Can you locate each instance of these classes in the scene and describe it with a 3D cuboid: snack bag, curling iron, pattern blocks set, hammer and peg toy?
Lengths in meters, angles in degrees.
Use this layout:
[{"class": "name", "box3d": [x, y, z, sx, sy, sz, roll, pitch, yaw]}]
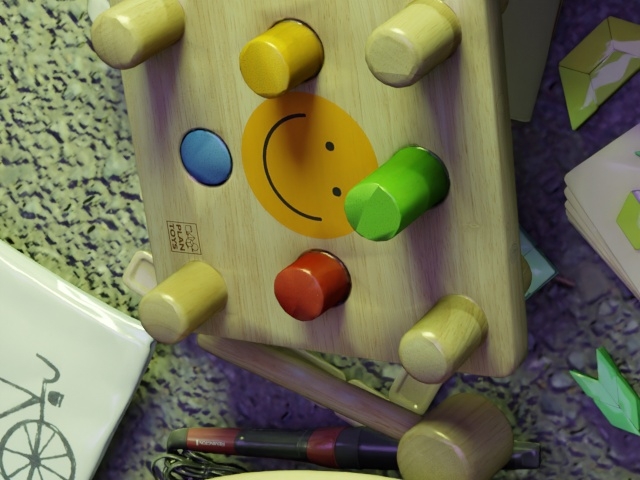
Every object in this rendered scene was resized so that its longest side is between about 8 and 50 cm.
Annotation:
[{"class": "snack bag", "box3d": [-0.308, 0.134, 1.330, 0.323, 0.037, 0.342, 31, 102, 13]}, {"class": "curling iron", "box3d": [0.016, 0.150, 1.254, 0.274, 0.035, 0.068, -7, 128, 16]}, {"class": "pattern blocks set", "box3d": [0.264, -0.027, 1.165, 0.285, 0.026, 0.325, 42, 102, 13]}, {"class": "hammer and peg toy", "box3d": [-0.004, 0.002, 1.117, 0.266, 0.127, 0.361, 7, 117, 28]}]

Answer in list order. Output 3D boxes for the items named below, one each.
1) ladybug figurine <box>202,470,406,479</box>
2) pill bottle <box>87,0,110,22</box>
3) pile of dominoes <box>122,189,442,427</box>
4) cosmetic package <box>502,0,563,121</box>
[{"class": "ladybug figurine", "box3d": [0.011, 0.299, 1.161, 0.449, 0.162, 0.305, -6, 117, 21]}, {"class": "pill bottle", "box3d": [-0.085, -0.233, 1.208, 0.121, 0.121, 0.216, 32, 126, 15]}, {"class": "pile of dominoes", "box3d": [0.000, 0.000, 1.272, 0.251, 0.040, 0.196, 31, 101, 7]}, {"class": "cosmetic package", "box3d": [0.087, -0.245, 1.167, 0.160, 0.113, 0.309, 20, 100, 28]}]
